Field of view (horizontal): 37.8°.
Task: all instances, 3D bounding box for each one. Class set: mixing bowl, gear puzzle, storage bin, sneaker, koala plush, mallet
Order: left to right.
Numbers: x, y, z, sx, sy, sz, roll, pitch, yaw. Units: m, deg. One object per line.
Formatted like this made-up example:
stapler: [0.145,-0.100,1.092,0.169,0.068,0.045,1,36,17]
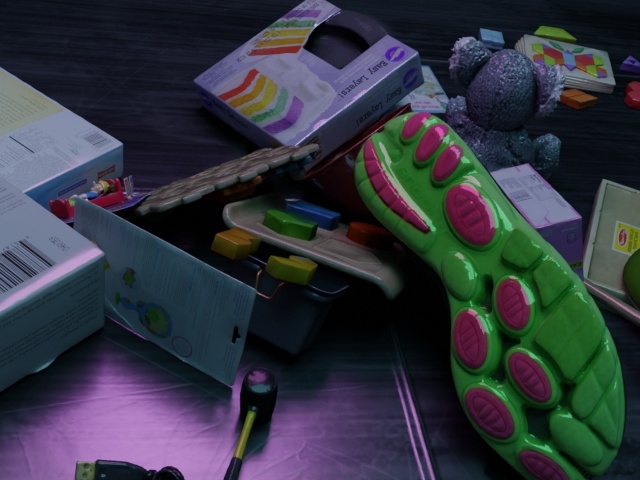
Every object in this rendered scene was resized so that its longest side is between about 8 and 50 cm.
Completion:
gear puzzle: [-0.165,-0.049,1.188,0.339,0.044,0.175,-24,15,-29]
mallet: [-0.083,0.221,0.946,0.039,0.062,0.189,14,54,4]
storage bin: [-0.051,0.068,1.076,0.135,0.091,0.098,25,14,16]
mixing bowl: [0.075,-0.098,1.287,0.098,0.181,0.181,55,45,-6]
koala plush: [0.259,-0.179,1.367,0.196,0.221,0.203,27,41,17]
sneaker: [0.213,0.055,1.088,0.202,0.185,0.482,26,36,-56]

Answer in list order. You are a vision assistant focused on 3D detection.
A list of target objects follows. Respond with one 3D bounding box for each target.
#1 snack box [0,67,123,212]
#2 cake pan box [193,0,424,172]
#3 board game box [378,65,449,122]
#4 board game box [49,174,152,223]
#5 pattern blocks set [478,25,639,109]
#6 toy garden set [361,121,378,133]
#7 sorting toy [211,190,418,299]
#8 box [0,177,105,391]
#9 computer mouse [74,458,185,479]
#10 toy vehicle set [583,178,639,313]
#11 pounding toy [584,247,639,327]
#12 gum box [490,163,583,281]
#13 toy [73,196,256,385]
snack box: [-0.448,-0.146,1.266,0.322,0.060,0.187,32,42,22]
cake pan box: [-0.015,-0.242,1.408,0.267,0.070,0.246,-38,54,-17]
board game box: [0.135,-0.236,1.495,0.154,0.026,0.103,-5,59,-38]
board game box: [-0.285,-0.052,1.145,0.133,0.033,0.168,-12,10,4]
pattern blocks set: [0.465,-0.332,1.762,0.325,0.026,0.285,2,40,-12]
toy garden set: [0.030,-0.261,1.544,0.204,0.049,0.244,26,42,11]
sorting toy: [0.000,0.000,1.126,0.229,0.041,0.307,24,14,12]
box: [-0.357,0.050,1.006,0.182,0.119,0.181,32,43,23]
computer mouse: [-0.228,0.264,0.828,0.262,0.060,0.184,0,41,-15]
toy vehicle set: [0.461,0.018,1.328,0.166,0.035,0.267,20,40,10]
pounding toy: [0.473,0.042,1.186,0.237,0.110,0.183,-15,46,-30]
gum box: [0.278,-0.017,1.229,0.062,0.107,0.188,-13,28,-4]
toy: [-0.174,0.048,1.047,0.237,0.136,0.056,25,34,14]
